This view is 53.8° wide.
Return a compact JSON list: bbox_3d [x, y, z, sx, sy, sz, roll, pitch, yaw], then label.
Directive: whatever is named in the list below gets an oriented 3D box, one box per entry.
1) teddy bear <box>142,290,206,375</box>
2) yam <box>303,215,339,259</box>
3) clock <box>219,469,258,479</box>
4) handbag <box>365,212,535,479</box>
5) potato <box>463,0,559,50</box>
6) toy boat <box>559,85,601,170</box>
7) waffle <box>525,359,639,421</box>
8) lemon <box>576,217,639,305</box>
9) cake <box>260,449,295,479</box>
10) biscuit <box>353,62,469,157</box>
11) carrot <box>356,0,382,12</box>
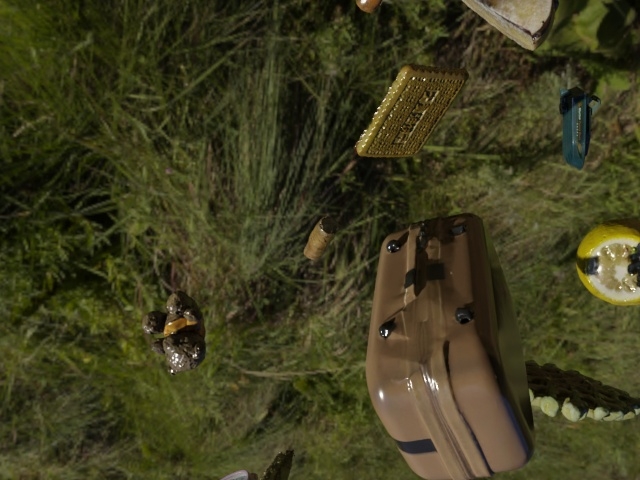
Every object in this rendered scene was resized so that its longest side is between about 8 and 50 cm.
[{"bbox_3d":[-0.348,0.240,1.585,0.177,0.190,0.140,-39,137,24],"label":"teddy bear"},{"bbox_3d":[0.000,0.000,1.449,0.057,0.057,0.241,5,164,-9],"label":"yam"},{"bbox_3d":[-0.248,0.702,1.782,0.152,0.050,0.110,-28,-162,10],"label":"clock"},{"bbox_3d":[0.167,0.144,0.759,0.149,0.283,0.302,-18,-150,20],"label":"handbag"},{"bbox_3d":[0.351,-0.439,1.145,0.100,0.120,0.261,29,-161,-53],"label":"potato"},{"bbox_3d":[0.725,-0.312,1.769,0.103,0.246,0.093,-7,-155,7],"label":"toy boat"},{"bbox_3d":[0.477,0.299,1.290,0.292,0.056,0.309,8,-177,-37],"label":"waffle"},{"bbox_3d":[0.826,0.052,1.710,0.240,0.240,0.219,4,-165,29],"label":"lemon"},{"bbox_3d":[-0.092,0.476,1.295,0.051,0.055,0.140,-24,-156,23],"label":"cake"},{"bbox_3d":[0.192,-0.265,1.344,0.172,0.029,0.254,-5,146,-30],"label":"biscuit"},{"bbox_3d":[0.108,-0.465,1.044,0.060,0.186,0.060,16,-143,-12],"label":"carrot"}]
